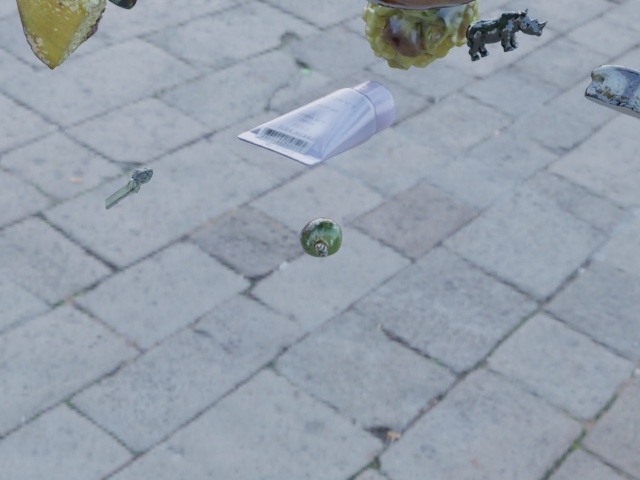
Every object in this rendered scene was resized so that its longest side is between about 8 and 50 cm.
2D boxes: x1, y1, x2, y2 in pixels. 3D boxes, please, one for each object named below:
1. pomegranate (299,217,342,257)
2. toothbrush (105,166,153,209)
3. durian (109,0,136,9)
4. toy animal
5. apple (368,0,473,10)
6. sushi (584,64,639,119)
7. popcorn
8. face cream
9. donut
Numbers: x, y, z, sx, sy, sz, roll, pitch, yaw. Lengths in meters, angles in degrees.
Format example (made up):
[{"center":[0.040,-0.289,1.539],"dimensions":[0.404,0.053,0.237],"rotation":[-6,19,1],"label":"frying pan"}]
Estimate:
[{"center":[-0.004,-0.001,1.802],"dimensions":[0.073,0.073,0.084],"rotation":[26,36,20],"label":"pomegranate"},{"center":[-0.342,-0.090,1.909],"dimensions":[0.028,0.294,0.026],"rotation":[0,81,-22],"label":"toothbrush"},{"center":[-0.217,-0.388,1.250],"dimensions":[0.146,0.198,0.159],"rotation":[40,55,-16],"label":"durian"},{"center":[0.304,-0.341,1.765],"dimensions":[0.135,0.065,0.047],"rotation":[-11,15,27],"label":"toy animal"},{"center":[0.143,-0.528,1.563],"dimensions":[0.384,0.374,0.374],"rotation":[2,36,-14],"label":"apple"},{"center":[0.323,-0.159,1.132],"dimensions":[0.083,0.046,0.044],"rotation":[24,3,15],"label":"sushi"},{"center":[0.178,-0.417,1.956],"dimensions":[0.218,0.189,0.169],"rotation":[-32,10,3],"label":"popcorn"},{"center":[0.009,-0.184,1.751],"dimensions":[0.154,0.096,0.274],"rotation":[26,36,29],"label":"face cream"},{"center":[-0.332,-0.396,1.544],"dimensions":[0.151,0.112,0.295],"rotation":[46,47,-14],"label":"donut"}]
